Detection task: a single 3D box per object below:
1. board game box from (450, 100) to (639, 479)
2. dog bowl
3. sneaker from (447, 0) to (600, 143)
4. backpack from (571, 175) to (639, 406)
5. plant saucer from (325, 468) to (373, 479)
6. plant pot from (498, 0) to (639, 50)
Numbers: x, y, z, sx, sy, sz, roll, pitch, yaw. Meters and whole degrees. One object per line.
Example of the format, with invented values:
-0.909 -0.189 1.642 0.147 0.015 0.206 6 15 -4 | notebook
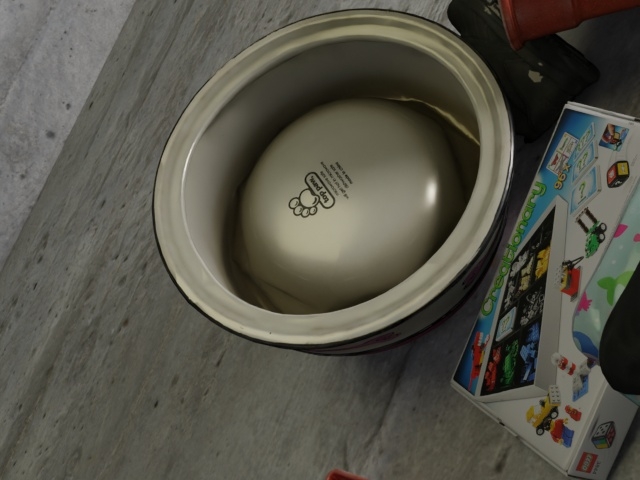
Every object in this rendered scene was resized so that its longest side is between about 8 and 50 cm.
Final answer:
0.240 0.037 0.912 0.193 0.053 0.305 35 106 60 | board game box
0.027 -0.051 1.122 0.407 0.150 0.408 -8 63 17 | dog bowl
0.208 -0.214 1.192 0.130 0.109 0.286 -56 28 17 | sneaker
0.313 0.046 0.668 0.225 0.253 0.191 -64 27 -2 | backpack
0.053 0.370 0.961 0.259 0.047 0.259 0 64 55 | plant saucer
0.303 -0.339 0.967 0.265 0.272 0.272 -6 53 17 | plant pot
